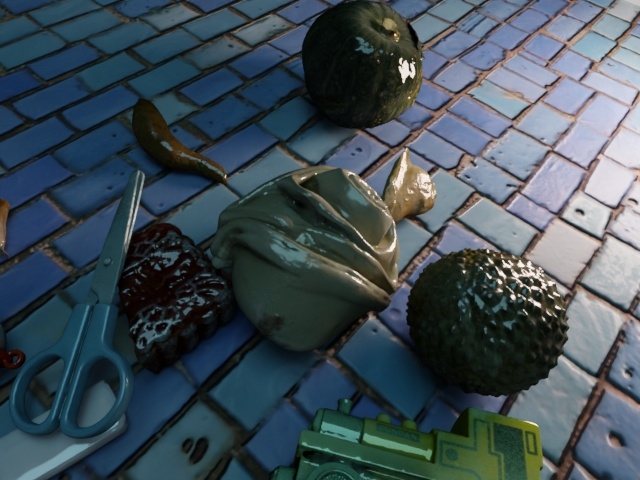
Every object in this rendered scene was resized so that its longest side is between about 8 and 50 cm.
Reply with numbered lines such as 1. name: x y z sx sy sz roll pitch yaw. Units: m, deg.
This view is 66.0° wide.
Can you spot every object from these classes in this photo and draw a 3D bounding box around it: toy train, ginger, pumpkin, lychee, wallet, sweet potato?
1. toy train: 0.117 0.334 0.685 0.369 0.150 0.237 14 43 4
2. ginger: 0.179 -0.079 1.043 0.123 0.115 0.193 30 64 -4
3. pumpkin: 0.109 -0.427 1.209 0.292 0.257 0.327 -7 60 -29
4. lychee: 0.265 0.122 0.804 0.255 0.274 0.255 -13 58 22
5. wallet: -0.386 0.291 0.720 0.190 0.033 0.095 -30 59 -28
6. sweet potato: -0.348 -0.228 1.105 0.346 0.079 0.108 42 46 20

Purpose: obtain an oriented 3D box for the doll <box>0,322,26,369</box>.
1. doll: -0.617 0.161 0.746 0.337 0.105 0.199 9 51 1

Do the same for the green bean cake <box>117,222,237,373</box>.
1. green bean cake: -0.274 0.085 0.854 0.198 0.097 0.233 -32 63 -27

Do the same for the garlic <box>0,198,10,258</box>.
1. garlic: -0.631 -0.031 0.919 0.084 0.066 0.152 -10 52 -17

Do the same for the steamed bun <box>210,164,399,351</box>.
1. steamed bun: -0.006 -0.007 0.853 0.324 0.219 0.309 -17 58 -40

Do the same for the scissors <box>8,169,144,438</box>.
1. scissors: -0.346 0.074 0.784 0.193 0.029 0.447 -1 62 14
